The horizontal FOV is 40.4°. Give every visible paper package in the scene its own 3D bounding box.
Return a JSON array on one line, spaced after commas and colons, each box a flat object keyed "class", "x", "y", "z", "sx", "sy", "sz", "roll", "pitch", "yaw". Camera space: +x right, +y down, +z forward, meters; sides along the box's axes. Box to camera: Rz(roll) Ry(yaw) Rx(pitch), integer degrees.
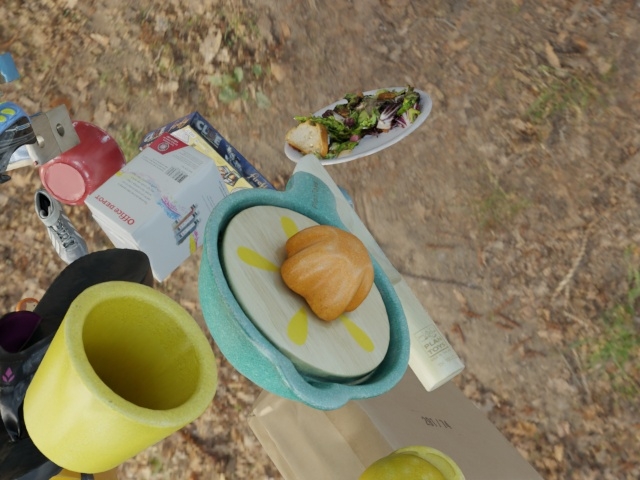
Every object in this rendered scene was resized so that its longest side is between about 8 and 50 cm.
[{"class": "paper package", "x": 0.105, "y": 0.298, "z": 1.234, "sx": 0.325, "sy": 0.309, "sz": 0.168, "roll": 15, "pitch": 116, "yaw": -48}]

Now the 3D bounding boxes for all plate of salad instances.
[{"class": "plate of salad", "x": 0.044, "y": -0.158, "z": 1.119, "sx": 0.200, "sy": 0.199, "sz": 0.048, "roll": -20, "pitch": 118, "yaw": 4}]

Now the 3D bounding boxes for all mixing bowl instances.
[{"class": "mixing bowl", "x": -0.493, "y": -0.139, "z": 1.745, "sx": 0.182, "sy": 0.098, "sz": 0.181, "roll": 6, "pitch": 122, "yaw": 10}]

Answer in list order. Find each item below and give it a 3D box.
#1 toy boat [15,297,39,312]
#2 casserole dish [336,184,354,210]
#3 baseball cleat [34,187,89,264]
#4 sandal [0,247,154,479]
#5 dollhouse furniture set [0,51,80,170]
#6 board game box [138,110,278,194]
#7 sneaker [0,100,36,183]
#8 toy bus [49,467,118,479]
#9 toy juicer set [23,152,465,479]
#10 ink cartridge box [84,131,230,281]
[{"class": "toy boat", "x": -0.643, "y": 0.190, "z": 2.032, "sx": 0.151, "sy": 0.151, "sz": 0.231, "roll": 39, "pitch": 125, "yaw": -4}, {"class": "casserole dish", "x": 0.000, "y": 0.000, "z": 1.332, "sx": 0.037, "sy": 0.188, "sz": 0.114, "roll": 28, "pitch": 155, "yaw": 22}, {"class": "baseball cleat", "x": -0.601, "y": -0.023, "z": 1.991, "sx": 0.072, "sy": 0.109, "sz": 0.205, "roll": -30, "pitch": 94, "yaw": -2}, {"class": "sandal", "x": -0.321, "y": 0.116, "z": 1.020, "sx": 0.168, "sy": 0.445, "sz": 0.107, "roll": -6, "pitch": 120, "yaw": 8}, {"class": "dollhouse furniture set", "x": -0.471, "y": -0.198, "z": 1.281, "sx": 0.130, "sy": 0.129, "sz": 0.183, "roll": -12, "pitch": 109, "yaw": 16}, {"class": "board game box", "x": -0.225, "y": -0.143, "z": 1.752, "sx": 0.165, "sy": 0.042, "sz": 0.243, "roll": -15, "pitch": 132, "yaw": 40}, {"class": "sneaker", "x": -0.409, "y": -0.080, "z": 1.021, "sx": 0.188, "sy": 0.067, "sz": 0.078, "roll": -47, "pitch": 136, "yaw": -16}, {"class": "toy bus", "x": -0.477, "y": 0.431, "z": 1.629, "sx": 0.130, "sy": 0.108, "sz": 0.332, "roll": -18, "pitch": 155, "yaw": -4}, {"class": "toy juicer set", "x": 0.018, "y": 0.055, "z": 0.469, "sx": 0.209, "sy": 0.329, "sz": 0.089, "roll": 45, "pitch": 121, "yaw": 0}, {"class": "ink cartridge box", "x": -0.247, "y": -0.053, "z": 1.361, "sx": 0.176, "sy": 0.128, "sz": 0.127, "roll": -44, "pitch": 143, "yaw": -19}]
